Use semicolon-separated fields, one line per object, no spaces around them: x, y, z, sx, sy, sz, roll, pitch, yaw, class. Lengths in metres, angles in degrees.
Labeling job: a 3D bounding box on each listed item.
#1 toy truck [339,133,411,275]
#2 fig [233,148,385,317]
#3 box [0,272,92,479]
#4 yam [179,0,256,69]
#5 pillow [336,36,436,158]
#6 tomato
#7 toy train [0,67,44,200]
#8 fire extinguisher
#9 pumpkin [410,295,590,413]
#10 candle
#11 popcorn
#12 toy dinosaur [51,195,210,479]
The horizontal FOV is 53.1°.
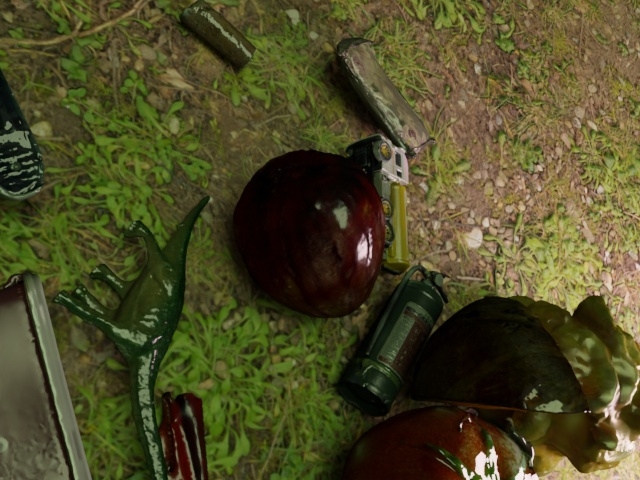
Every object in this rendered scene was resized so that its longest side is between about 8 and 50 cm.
0.098;-0.057;1.089;0.114;0.098;0.227;16;68;-45;toy truck
-0.006;-0.007;0.951;0.224;0.224;0.263;-20;90;-32;fig
-0.363;0.197;0.711;0.167;0.193;0.294;-14;81;-22;box
-0.168;-0.344;1.067;0.132;0.054;0.054;40;60;-12;yam
0.112;-0.258;1.173;0.255;0.059;0.169;55;29;-6;pillow
0.158;0.382;0.899;0.303;0.239;0.303;18;60;-34;tomato
-0.474;-0.225;0.839;0.086;0.088;0.407;-25;87;-31;toy train
0.137;0.140;1.049;0.118;0.093;0.294;52;56;-25;fire extinguisher
0.225;0.158;0.936;0.148;0.312;0.169;10;78;-31;pumpkin
-0.172;0.348;0.834;0.084;0.059;0.302;-10;78;-15;candle
0.414;0.223;1.057;0.325;0.290;0.321;18;66;-23;popcorn
-0.193;0.134;0.858;0.301;0.087;0.447;40;53;-2;toy dinosaur
